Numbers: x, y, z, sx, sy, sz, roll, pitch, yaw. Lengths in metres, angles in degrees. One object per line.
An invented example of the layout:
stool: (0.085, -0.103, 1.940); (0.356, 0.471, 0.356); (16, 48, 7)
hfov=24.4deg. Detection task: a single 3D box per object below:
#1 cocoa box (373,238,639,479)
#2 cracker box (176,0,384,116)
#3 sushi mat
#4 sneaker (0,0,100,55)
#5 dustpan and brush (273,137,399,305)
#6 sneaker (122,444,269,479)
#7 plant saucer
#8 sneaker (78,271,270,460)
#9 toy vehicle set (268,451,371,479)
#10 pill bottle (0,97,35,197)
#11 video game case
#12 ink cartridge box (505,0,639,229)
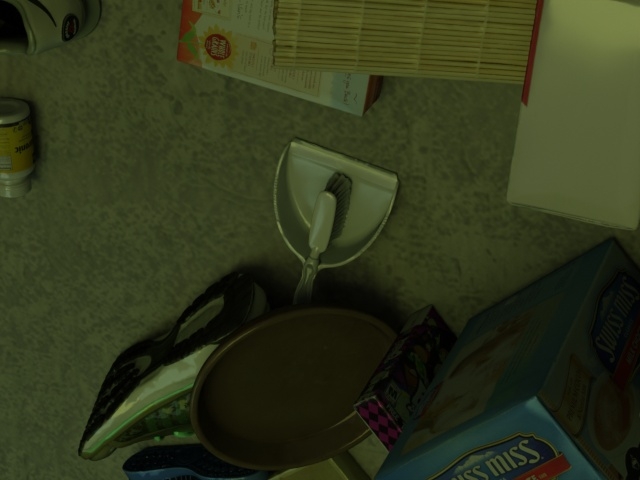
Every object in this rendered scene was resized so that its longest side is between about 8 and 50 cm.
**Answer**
cocoa box: (0.257, 0.202, 1.594); (0.231, 0.347, 0.228); (-33, 99, 34)
cracker box: (-0.037, -0.248, 1.646); (0.232, 0.067, 0.155); (19, 121, 14)
sushi mat: (0.107, -0.240, 1.557); (0.316, 0.019, 0.151); (4, 122, 0)
sneaker: (-0.442, -0.287, 1.761); (0.330, 0.146, 0.122); (10, 122, 20)
dustpan and brush: (0.000, 0.000, 1.771); (0.147, 0.060, 0.211); (20, 123, 13)
sneaker: (-0.161, 0.334, 2.022); (0.232, 0.081, 0.090); (-4, 118, 33)
plant saucer: (-0.027, 0.175, 1.812); (0.278, 0.041, 0.278); (-10, 132, -11)
sneaker: (-0.164, 0.211, 1.924); (0.182, 0.158, 0.410); (39, 131, -18)
toy vehicle set: (-0.030, 0.385, 2.013); (0.267, 0.035, 0.166); (-30, 102, 34)
pill bottle: (-0.397, -0.116, 1.881); (0.065, 0.065, 0.116); (11, 121, 18)
video game case: (0.152, 0.220, 1.735); (0.042, 0.210, 0.232); (-31, 101, 33)
ink cartridge box: (0.281, -0.180, 1.397); (0.131, 0.306, 0.226); (13, 122, 16)
